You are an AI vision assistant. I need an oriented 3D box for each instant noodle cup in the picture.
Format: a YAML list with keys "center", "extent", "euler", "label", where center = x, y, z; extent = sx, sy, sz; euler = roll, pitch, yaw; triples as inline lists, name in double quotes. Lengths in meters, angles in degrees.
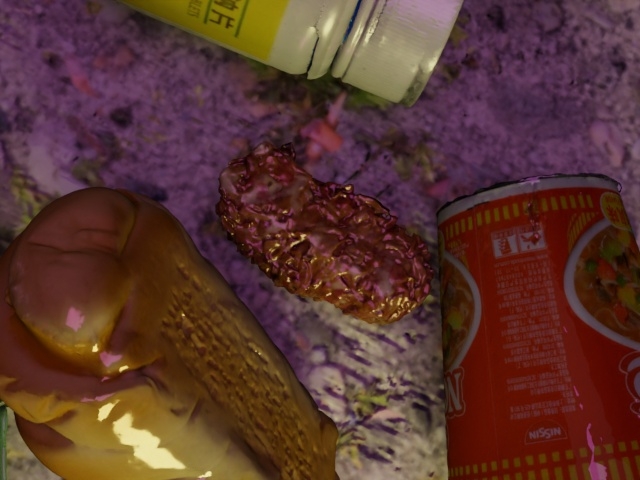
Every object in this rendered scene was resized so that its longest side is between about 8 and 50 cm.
- center: [0.160, 0.071, 0.758]
  extent: [0.193, 0.193, 0.212]
  euler: [-6, 77, -8]
  label: "instant noodle cup"

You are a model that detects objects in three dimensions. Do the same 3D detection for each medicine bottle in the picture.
- center: [-0.032, -0.196, 0.775]
  extent: [0.258, 0.143, 0.143]
  euler: [21, 82, -5]
  label: "medicine bottle"

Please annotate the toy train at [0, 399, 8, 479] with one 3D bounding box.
- center: [-0.287, 0.165, 0.708]
  extent: [0.237, 0.150, 0.369]
  euler: [-2, 82, -1]
  label: "toy train"

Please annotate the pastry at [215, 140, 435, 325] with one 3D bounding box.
- center: [-0.002, 0.002, 0.800]
  extent: [0.169, 0.063, 0.087]
  euler: [34, 72, 3]
  label: "pastry"

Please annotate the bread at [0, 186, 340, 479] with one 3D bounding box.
- center: [-0.091, 0.104, 0.680]
  extent: [0.121, 0.173, 0.311]
  euler: [-18, 126, 22]
  label: "bread"
